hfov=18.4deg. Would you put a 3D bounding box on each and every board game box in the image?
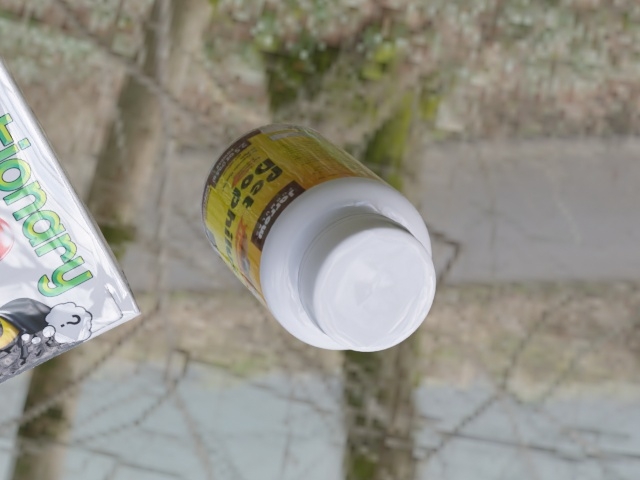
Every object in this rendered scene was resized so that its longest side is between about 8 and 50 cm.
[{"bbox_3d":[-0.241,-0.029,1.055,0.193,0.053,0.305,-27,133,-3],"label":"board game box"}]

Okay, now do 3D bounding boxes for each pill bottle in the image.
[{"bbox_3d":[0.000,0.000,1.328,0.117,0.117,0.215,22,-172,-25],"label":"pill bottle"}]
